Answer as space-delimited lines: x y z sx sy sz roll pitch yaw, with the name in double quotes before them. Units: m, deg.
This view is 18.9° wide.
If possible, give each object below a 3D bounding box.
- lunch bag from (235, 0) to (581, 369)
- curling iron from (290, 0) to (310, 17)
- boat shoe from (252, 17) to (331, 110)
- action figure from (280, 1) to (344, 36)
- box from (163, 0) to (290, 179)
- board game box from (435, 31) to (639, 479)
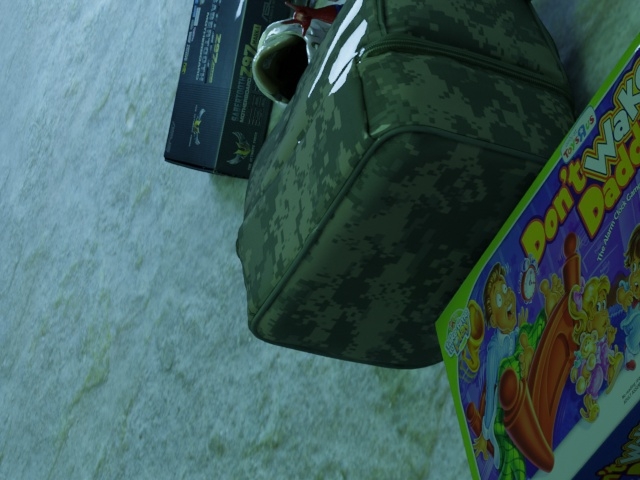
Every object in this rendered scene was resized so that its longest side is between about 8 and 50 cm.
"lunch bag" 0.066 -0.080 1.584 0.305 0.213 0.256 -56 34 42
"curling iron" 0.006 -0.372 2.069 0.068 0.035 0.274 -102 22 -79
"boat shoe" -0.024 -0.182 1.977 0.277 0.096 0.098 -142 64 -64
"action figure" 0.057 -0.273 1.773 0.091 0.139 0.280 19 102 38
"box" -0.109 -0.192 2.223 0.183 0.059 0.232 18 98 65
"board game box" 0.210 0.048 1.371 0.347 0.078 0.233 121 149 -41
